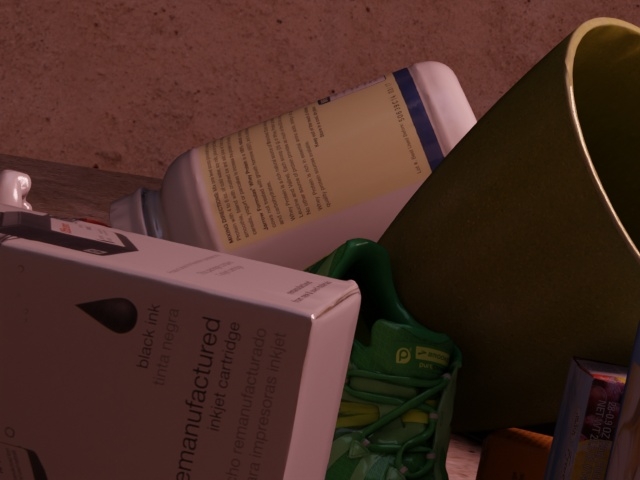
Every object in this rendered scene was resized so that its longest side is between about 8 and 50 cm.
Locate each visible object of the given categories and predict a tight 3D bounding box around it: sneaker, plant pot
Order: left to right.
[{"bbox_3d":[0.040,0.118,1.156,0.109,0.123,0.295,9,43,-35],"label":"sneaker"},{"bbox_3d":[0.160,0.025,1.276,0.293,0.275,0.274,-32,-22,34],"label":"plant pot"}]

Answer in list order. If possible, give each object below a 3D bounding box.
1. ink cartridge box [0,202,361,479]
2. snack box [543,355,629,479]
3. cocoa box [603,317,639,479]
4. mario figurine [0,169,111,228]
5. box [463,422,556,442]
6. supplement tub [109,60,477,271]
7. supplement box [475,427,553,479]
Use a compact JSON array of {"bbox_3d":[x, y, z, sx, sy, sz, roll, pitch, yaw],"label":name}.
[{"bbox_3d":[-0.156,0.104,0.912,0.307,0.223,0.129,12,8,11],"label":"ink cartridge box"},{"bbox_3d":[0.253,0.182,1.127,0.207,0.174,0.070,10,8,-8],"label":"snack box"},{"bbox_3d":[0.295,0.188,0.916,0.228,0.231,0.347,10,7,-5],"label":"cocoa box"},{"bbox_3d":[-0.221,0.042,1.460,0.170,0.198,0.320,-3,11,4],"label":"mario figurine"},{"bbox_3d":[0.320,0.130,1.630,0.312,0.179,0.343,7,9,-41],"label":"box"},{"bbox_3d":[0.000,0.000,1.505,0.324,0.235,0.235,-20,7,3],"label":"supplement tub"},{"bbox_3d":[0.235,0.207,1.299,0.233,0.078,0.080,14,7,14],"label":"supplement box"}]
